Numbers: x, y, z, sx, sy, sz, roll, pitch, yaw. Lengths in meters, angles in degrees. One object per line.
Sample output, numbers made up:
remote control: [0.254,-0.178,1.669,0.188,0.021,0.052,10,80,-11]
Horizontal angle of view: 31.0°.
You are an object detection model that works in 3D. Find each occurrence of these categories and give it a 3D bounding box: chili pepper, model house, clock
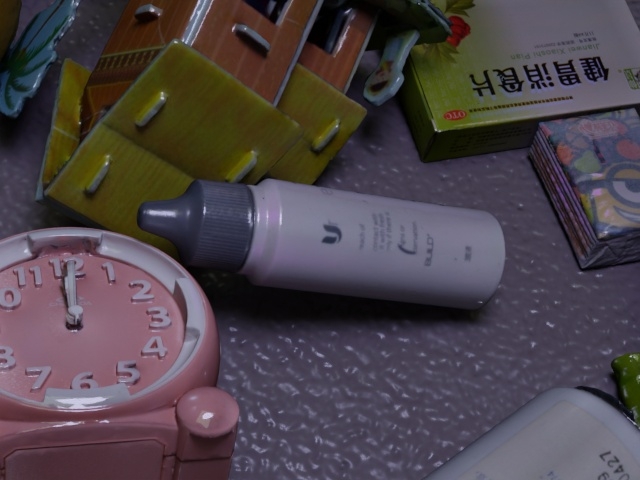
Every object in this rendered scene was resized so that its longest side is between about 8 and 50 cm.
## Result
chili pepper: [0.299,0.180,0.951,0.052,0.050,0.202,-34,61,12]
model house: [-0.129,-0.133,1.075,0.300,0.340,0.324,32,73,-34]
clock: [-0.191,0.097,0.888,0.227,0.142,0.241,-2,44,-18]

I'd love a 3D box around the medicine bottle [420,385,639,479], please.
medicine bottle: [0.119,0.224,0.826,0.258,0.143,0.143,-28,62,-27]

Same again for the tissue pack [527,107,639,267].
tissue pack: [0.279,-0.053,1.110,0.108,0.060,0.148,-8,56,-16]

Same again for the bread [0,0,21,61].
bread: [-0.426,-0.253,1.041,0.333,0.160,0.333,0,95,-2]

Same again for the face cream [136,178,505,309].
face cream: [0.000,0.000,0.963,0.311,0.092,0.092,6,51,-21]

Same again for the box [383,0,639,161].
box: [0.203,-0.185,1.182,0.260,0.062,0.175,-9,65,-16]
